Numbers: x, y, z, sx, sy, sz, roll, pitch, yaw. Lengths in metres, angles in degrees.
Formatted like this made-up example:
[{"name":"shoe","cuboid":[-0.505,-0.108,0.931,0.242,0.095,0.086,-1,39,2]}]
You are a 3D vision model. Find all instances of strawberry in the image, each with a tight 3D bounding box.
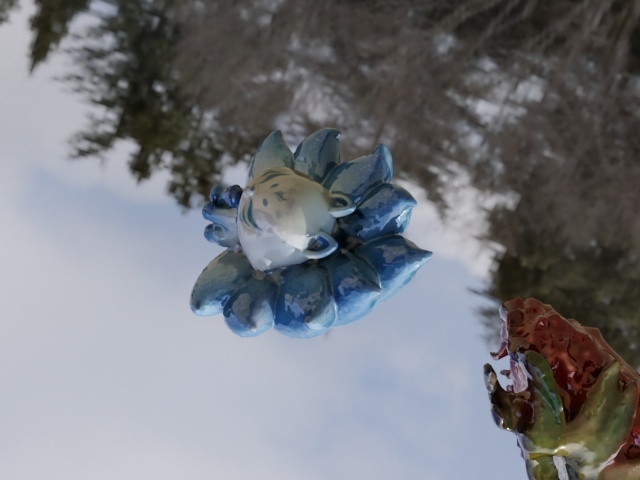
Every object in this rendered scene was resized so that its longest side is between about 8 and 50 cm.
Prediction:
[{"name":"strawberry","cuboid":[0.141,0.094,0.733,0.087,0.167,0.208,-17,-170,7]}]

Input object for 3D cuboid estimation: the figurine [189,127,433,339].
[{"name":"figurine","cuboid":[0.000,0.000,0.607,0.114,0.114,0.079,38,163,44]}]
